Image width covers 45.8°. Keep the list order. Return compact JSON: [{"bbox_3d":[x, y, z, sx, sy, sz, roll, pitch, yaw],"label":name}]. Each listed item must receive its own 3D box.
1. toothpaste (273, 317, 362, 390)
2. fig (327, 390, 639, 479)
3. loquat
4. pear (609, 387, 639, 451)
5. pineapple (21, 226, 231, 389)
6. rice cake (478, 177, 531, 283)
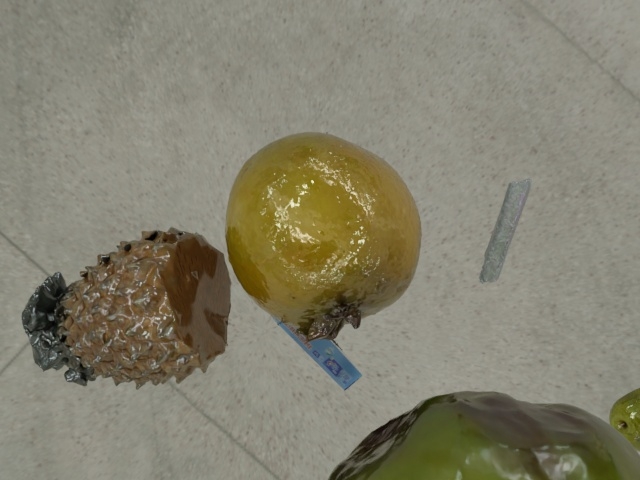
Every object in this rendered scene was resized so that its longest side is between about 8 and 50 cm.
[{"bbox_3d":[-0.010,0.188,1.401,0.053,0.272,0.066,-39,45,-1],"label":"toothpaste"},{"bbox_3d":[0.108,0.234,0.485,0.240,0.239,0.271,11,59,-3],"label":"fig"},{"bbox_3d":[0.000,0.000,1.019,0.275,0.275,0.274,0,83,-4],"label":"loquat"},{"bbox_3d":[0.666,0.373,1.539,0.141,0.141,0.104,-12,43,-6],"label":"pear"},{"bbox_3d":[-0.316,0.115,1.115,0.358,0.223,0.222,-14,84,25],"label":"pineapple"},{"bbox_3d":[0.405,-0.021,1.671,0.049,0.055,0.269,15,119,6],"label":"rice cake"}]
